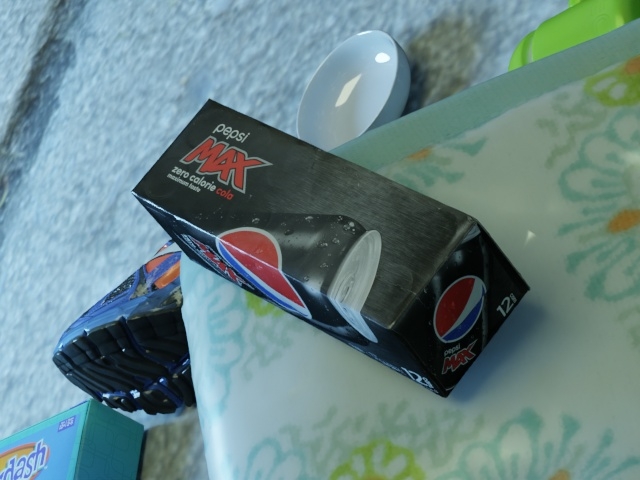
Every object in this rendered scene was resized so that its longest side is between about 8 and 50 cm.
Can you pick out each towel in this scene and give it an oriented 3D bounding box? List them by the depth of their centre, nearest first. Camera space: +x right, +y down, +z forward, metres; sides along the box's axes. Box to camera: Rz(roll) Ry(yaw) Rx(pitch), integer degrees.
[{"bbox_3d":[0.124,0.050,0.777,0.374,0.090,0.321,-26,42,13],"label":"towel"}]

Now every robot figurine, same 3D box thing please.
[{"bbox_3d":[0.141,-0.087,0.966,0.115,0.067,0.101,-27,43,37],"label":"robot figurine"}]

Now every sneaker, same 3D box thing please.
[{"bbox_3d":[-0.067,0.029,1.145,0.221,0.083,0.087,-31,29,26],"label":"sneaker"}]

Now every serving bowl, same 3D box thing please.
[{"bbox_3d":[0.024,-0.081,1.144,0.083,0.027,0.083,-32,41,33],"label":"serving bowl"}]

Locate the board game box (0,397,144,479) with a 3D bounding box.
[{"bbox_3d":[-0.185,0.215,1.158,0.160,0.047,0.210,-25,46,40],"label":"board game box"}]

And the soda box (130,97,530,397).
[{"bbox_3d":[0.000,0.000,0.801,0.169,0.053,0.060,26,72,44],"label":"soda box"}]
